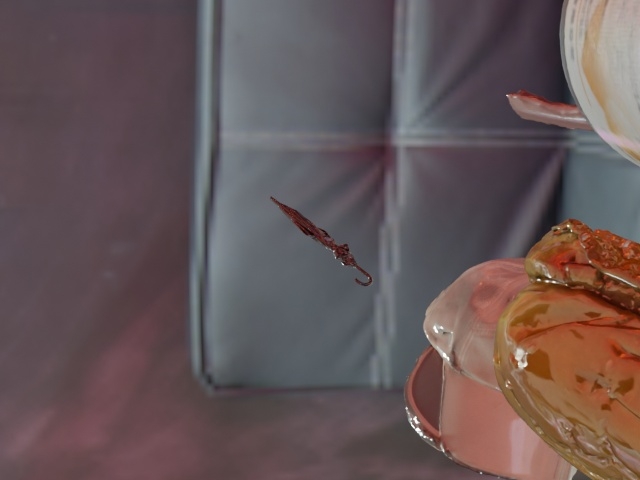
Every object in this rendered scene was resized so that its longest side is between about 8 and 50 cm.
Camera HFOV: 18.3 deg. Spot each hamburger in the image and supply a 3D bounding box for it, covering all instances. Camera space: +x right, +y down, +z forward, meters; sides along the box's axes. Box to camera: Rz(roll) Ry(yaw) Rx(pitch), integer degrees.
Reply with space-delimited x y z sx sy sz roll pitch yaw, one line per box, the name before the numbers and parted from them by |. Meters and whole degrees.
hamburger | 0.253 0.109 1.362 0.158 0.319 0.318 -55 22 -9

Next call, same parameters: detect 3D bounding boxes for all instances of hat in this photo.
hat | 0.221 0.146 2.231 0.161 0.232 0.275 112 167 -59

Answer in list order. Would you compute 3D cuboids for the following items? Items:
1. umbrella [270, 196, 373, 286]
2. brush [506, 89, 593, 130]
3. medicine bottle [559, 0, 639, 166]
umbrella | 0.002 -0.001 1.710 0.122 0.022 0.013 43 136 22
brush | 0.249 -0.080 1.377 0.301 0.071 0.084 10 143 43
medicine bottle | 0.225 -0.095 0.964 0.273 0.165 0.165 -131 43 -79
